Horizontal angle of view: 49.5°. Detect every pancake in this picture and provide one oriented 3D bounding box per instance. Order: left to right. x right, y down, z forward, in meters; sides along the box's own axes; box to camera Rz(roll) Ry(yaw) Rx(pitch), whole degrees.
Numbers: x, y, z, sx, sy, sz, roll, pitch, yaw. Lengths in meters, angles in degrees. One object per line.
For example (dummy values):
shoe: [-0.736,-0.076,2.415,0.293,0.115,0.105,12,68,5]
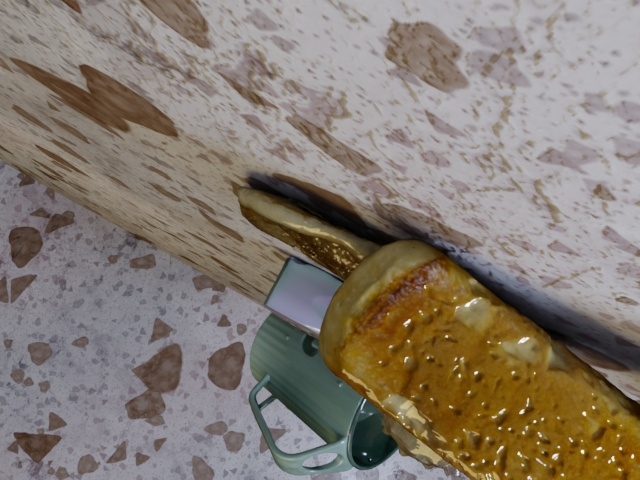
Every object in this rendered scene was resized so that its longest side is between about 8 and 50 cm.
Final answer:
pancake: [0.000,-0.001,0.948,0.282,0.049,0.282,30,172,4]

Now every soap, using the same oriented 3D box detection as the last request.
soap: [0.057,0.166,1.386,0.347,0.115,0.208,31,168,-8]

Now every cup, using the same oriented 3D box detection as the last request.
cup: [0.020,0.339,1.670,0.392,0.310,0.401,26,-156,36]

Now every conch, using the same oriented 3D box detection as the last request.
conch: [0.251,0.287,1.177,0.324,0.263,0.186,-22,86,68]

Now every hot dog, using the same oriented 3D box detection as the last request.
hot dog: [0.189,0.170,0.814,0.405,0.185,0.223,38,179,3]
